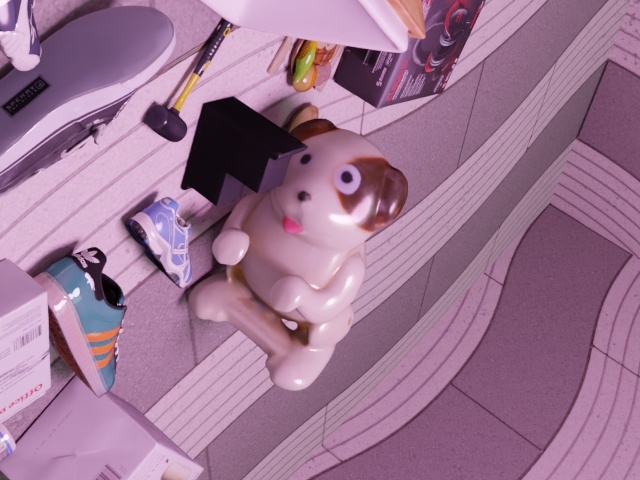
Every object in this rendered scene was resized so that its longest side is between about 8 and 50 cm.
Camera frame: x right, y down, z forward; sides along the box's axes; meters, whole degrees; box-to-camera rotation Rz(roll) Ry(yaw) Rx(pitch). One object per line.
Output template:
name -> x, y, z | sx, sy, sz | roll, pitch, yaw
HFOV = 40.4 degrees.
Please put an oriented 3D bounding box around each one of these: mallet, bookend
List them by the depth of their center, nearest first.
mallet -> -0.182, -0.228, 1.216 | 0.189, 0.039, 0.062 | -62, 155, 6
bookend -> -0.120, -0.113, 1.337 | 0.072, 0.157, 0.156 | -26, 144, -50

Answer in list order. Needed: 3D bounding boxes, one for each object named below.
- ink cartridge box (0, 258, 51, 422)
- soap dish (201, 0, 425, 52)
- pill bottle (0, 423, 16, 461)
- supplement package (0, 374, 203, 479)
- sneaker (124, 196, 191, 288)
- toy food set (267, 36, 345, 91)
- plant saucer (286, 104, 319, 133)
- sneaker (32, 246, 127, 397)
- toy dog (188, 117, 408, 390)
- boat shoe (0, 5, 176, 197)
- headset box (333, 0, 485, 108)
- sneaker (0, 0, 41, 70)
ink cartridge box -> -0.444, 0.150, 1.151 | 0.153, 0.087, 0.208 | -35, 150, -41
soap dish -> -0.027, -0.333, 1.065 | 0.229, 0.291, 0.118 | 20, 86, -67
pill bottle -> -0.519, 0.316, 1.255 | 0.137, 0.078, 0.078 | -39, 154, -32
supplement package -> -0.369, 0.393, 1.510 | 0.199, 0.198, 0.262 | -50, 158, -12
sneaker -> -0.234, 0.008, 1.383 | 0.081, 0.080, 0.211 | -45, 158, -15
toy food set -> -0.003, -0.306, 1.452 | 0.132, 0.039, 0.192 | -60, 158, 14
plant saucer -> -0.035, -0.209, 1.560 | 0.083, 0.015, 0.083 | -43, 156, -25
sneaker -> -0.338, 0.128, 1.309 | 0.121, 0.108, 0.302 | -38, 152, -25
toy dog -> 0.000, 0.000, 1.485 | 0.395, 0.284, 0.407 | -27, 151, -34
boat shoe -> -0.291, -0.150, 0.998 | 0.306, 0.113, 0.105 | -45, 163, -17
headset box -> 0.161, -0.371, 1.594 | 0.293, 0.110, 0.218 | -23, 143, -53
sneaker -> -0.282, -0.282, 0.840 | 0.153, 0.094, 0.235 | -37, 144, -18
